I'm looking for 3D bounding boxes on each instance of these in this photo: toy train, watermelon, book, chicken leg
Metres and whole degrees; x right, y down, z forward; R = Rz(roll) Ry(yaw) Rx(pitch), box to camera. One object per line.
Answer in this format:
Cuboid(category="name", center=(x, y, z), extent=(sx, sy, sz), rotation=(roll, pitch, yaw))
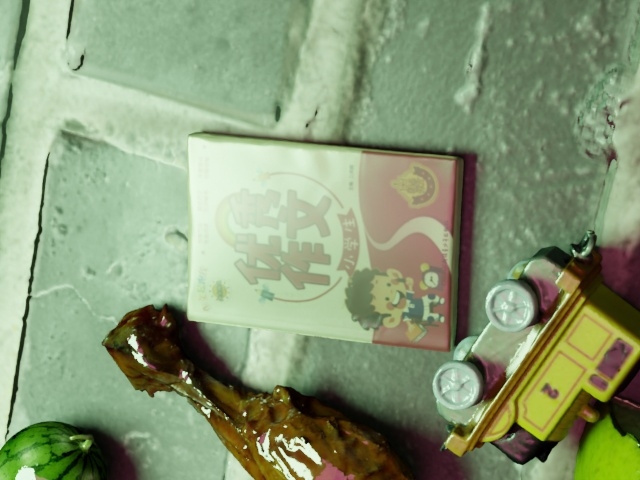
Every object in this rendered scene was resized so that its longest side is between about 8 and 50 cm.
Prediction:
Cuboid(category="toy train", center=(0.171, 0.095, 1.351), extent=(0.127, 0.089, 0.219), rotation=(36, 110, 10))
Cuboid(category="watermelon", center=(-0.230, 0.202, 1.513), extent=(0.109, 0.109, 0.109), rotation=(4, 104, 18))
Cuboid(category="book", center=(0.000, 0.000, 1.424), extent=(0.231, 0.022, 0.162), rotation=(6, 104, 17))
Cuboid(category="chicken leg", center=(-0.059, 0.155, 1.452), extent=(0.304, 0.093, 0.113), rotation=(30, 122, 15))

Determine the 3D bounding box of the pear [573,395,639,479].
Cuboid(category="pear", center=(0.307, 0.277, 1.334), extent=(0.288, 0.139, 0.239), rotation=(18, 116, 16))
